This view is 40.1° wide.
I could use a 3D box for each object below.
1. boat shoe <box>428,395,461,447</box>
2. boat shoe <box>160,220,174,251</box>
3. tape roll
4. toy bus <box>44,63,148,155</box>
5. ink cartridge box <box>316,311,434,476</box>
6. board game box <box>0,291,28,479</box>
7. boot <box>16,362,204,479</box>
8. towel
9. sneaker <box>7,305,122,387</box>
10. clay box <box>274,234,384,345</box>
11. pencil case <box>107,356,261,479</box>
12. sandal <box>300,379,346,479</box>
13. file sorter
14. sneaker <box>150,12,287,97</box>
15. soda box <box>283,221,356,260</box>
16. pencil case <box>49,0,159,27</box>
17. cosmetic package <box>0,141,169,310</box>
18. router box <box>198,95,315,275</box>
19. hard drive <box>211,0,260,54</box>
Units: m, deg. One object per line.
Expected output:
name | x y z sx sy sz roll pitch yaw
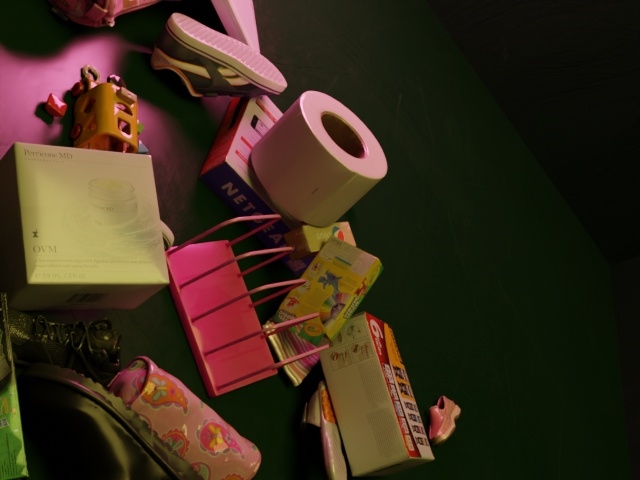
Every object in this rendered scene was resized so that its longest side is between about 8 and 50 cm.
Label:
boat shoe | 0.296 0.449 2.193 0.072 0.068 0.190 50 21 0
boat shoe | -0.356 -0.025 1.523 0.228 0.080 0.076 37 46 -36
tape roll | -0.002 -0.173 1.868 0.246 0.169 0.246 33 32 -24
toy bus | -0.386 -0.240 1.607 0.202 0.104 0.191 58 31 -10
ink cartridge box | 0.123 0.334 1.866 0.272 0.130 0.309 34 36 -65
board game box | -0.473 0.199 1.162 0.136 0.030 0.259 -3 68 -28
boot | -0.335 0.359 1.217 0.348 0.131 0.260 43 47 -11
towel | -0.047 0.206 1.858 0.144 0.029 0.197 60 27 -5
sneaker | -0.383 0.142 1.294 0.227 0.130 0.087 42 22 -31
clay box | 0.015 0.109 1.805 0.222 0.127 0.053 -54 148 -13
pencil case | -0.227 0.313 1.435 0.284 0.124 0.124 46 35 -30
sandal | -0.003 0.385 1.743 0.265 0.076 0.102 -94 162 -57
file sorter | -0.133 0.113 1.655 0.202 0.182 0.290 -8 75 -59
sneaker | -0.226 -0.377 1.919 0.321 0.127 0.126 21 32 -39
soda box | 0.000 0.000 1.904 0.181 0.058 0.061 -6 75 -56
pencil case | -0.390 -0.543 1.778 0.160 0.167 0.386 21 30 12
cosmetic package | -0.375 -0.018 1.359 0.224 0.138 0.224 2 67 -38
router box | -0.101 -0.140 1.992 0.335 0.082 0.301 47 34 -26
hard drive | -0.214 -0.582 2.034 0.353 0.047 0.232 64 15 -63
